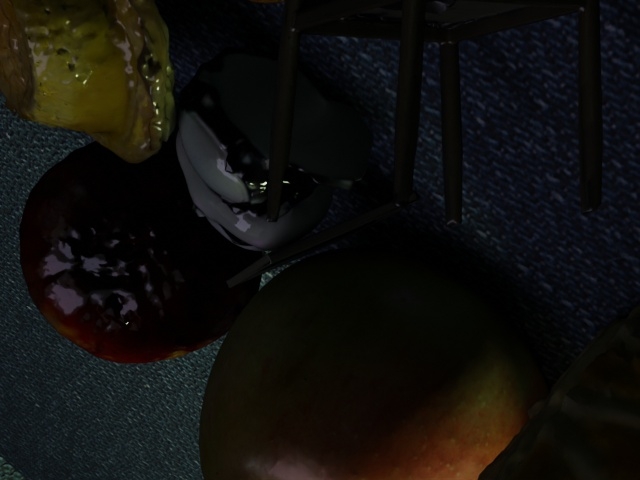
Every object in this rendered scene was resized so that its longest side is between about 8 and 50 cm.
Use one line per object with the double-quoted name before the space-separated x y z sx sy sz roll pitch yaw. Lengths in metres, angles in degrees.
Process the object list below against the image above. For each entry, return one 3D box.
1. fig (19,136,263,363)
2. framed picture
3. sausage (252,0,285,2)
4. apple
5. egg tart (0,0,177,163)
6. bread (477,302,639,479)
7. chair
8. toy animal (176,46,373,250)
"fig" -0.163 0.010 1.663 0.224 0.224 0.263 26 167 33
"framed picture" 0.000 0.000 1.482 0.011 0.149 0.109 66 156 2
"sausage" -0.106 -0.253 1.279 0.238 0.098 0.098 30 153 12
"apple" 0.043 0.168 1.528 0.319 0.277 0.319 32 152 19
"egg tart" -0.215 -0.186 1.428 0.288 0.118 0.288 45 148 39
"bread" 0.272 0.266 1.234 0.390 0.371 0.279 38 154 13
"chair" 0.074 -0.148 1.133 0.188 0.166 0.272 -4 86 59
"toy animal" -0.047 -0.061 1.455 0.166 0.138 0.179 59 156 20
